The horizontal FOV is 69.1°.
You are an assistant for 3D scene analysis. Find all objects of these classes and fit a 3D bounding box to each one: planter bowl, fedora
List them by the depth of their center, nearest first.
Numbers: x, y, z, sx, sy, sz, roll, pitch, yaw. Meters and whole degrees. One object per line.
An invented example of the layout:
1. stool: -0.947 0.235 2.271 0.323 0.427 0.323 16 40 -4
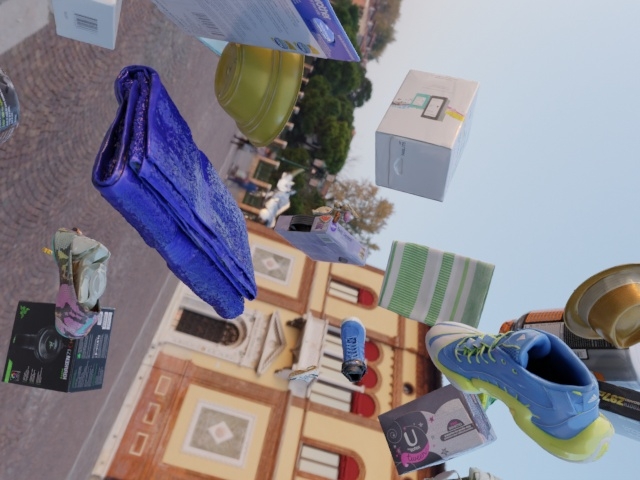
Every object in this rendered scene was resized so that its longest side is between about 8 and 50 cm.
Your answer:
1. planter bowl: -0.122 -0.276 0.793 0.217 0.090 0.217 -15 -108 53
2. fedora: 0.537 0.129 0.826 0.079 0.194 0.194 -94 -156 -52

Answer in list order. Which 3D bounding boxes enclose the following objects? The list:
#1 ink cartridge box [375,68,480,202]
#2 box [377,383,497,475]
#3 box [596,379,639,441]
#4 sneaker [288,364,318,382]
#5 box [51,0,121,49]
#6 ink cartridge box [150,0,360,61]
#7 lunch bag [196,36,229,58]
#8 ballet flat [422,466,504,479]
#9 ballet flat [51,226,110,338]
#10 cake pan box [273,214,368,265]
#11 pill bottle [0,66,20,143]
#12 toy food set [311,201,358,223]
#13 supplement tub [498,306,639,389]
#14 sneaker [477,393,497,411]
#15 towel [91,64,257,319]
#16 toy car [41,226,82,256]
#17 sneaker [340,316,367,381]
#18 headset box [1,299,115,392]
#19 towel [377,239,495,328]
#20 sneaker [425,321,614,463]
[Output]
1. ink cartridge box: 0.281 -0.280 1.242 0.198 0.197 0.270 81 33 -54
2. box: 0.305 0.496 1.231 0.247 0.142 0.163 -33 -121 22
3. box: 0.612 0.343 0.901 0.232 0.183 0.059 8 -116 52
4. sneaker: -0.041 0.351 1.195 0.032 0.083 0.037 -162 -114 -64
5. box: -0.368 -0.427 0.749 0.130 0.091 0.171 158 -63 -64
6. ink cartridge box: -0.103 -0.327 0.628 0.065 0.311 0.186 -71 161 1
7. lunch bag: -0.320 -0.627 1.378 0.108 0.224 0.279 -51 -132 8
8. ballet flat: 0.379 0.636 1.211 0.086 0.248 0.086 172 -90 -87
9. ballet flat: -0.371 0.050 0.731 0.079 0.077 0.221 -32 -130 7
10. cake pan box: 0.000 0.000 1.630 0.245 0.267 0.070 1 -117 40
11. pill bottle: -0.450 -0.125 0.476 0.246 0.130 0.130 -74 -172 -60
12. toy food set: 0.044 -0.075 1.287 0.078 0.122 0.019 58 -31 30
13. supplement tub: 0.615 0.259 1.133 0.316 0.193 0.194 -17 -130 50
14. sneaker: 0.475 0.457 1.365 0.109 0.123 0.295 -7 -140 54
15. towel: -0.169 -0.056 0.627 0.308 0.076 0.228 66 11 -51
16. toy car: -0.571 0.007 1.046 0.122 0.040 0.060 -6 -123 37
17. sneaker: 0.072 0.244 1.014 0.085 0.058 0.152 -89 176 -56
18. headset box: -0.795 0.312 1.406 0.131 0.283 0.246 32 62 -67
19. towel: 0.345 0.148 1.440 0.038 0.324 0.248 -2 107 -57
20. sneaker: 0.212 0.129 0.528 0.240 0.091 0.126 30 -38 50
